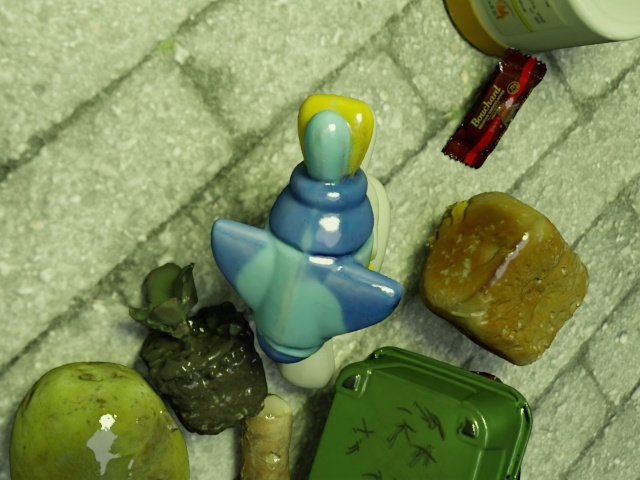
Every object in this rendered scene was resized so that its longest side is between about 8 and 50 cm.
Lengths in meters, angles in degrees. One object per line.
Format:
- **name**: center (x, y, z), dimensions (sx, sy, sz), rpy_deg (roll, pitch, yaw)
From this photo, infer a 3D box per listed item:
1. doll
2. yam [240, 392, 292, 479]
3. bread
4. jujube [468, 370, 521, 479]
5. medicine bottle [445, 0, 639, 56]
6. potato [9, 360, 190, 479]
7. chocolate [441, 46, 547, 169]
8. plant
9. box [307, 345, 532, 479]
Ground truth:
- **doll**: center (-0.009, 0.001, 0.822), dimensions (0.187, 0.365, 0.375), rpy_deg (-8, 87, 5)
- **yam**: center (-0.068, 0.374, 0.973), dimensions (0.081, 0.081, 0.356), rpy_deg (-6, 103, -27)
- **bread**: center (0.253, 0.053, 1.041), dimensions (0.195, 0.176, 0.246), rpy_deg (-52, 132, 0)
- **jujube**: center (0.218, 0.313, 1.073), dimensions (0.168, 0.168, 0.236), rpy_deg (14, 88, -29)
- **medicine bottle**: center (0.321, -0.377, 0.974), dimensions (0.238, 0.232, 0.237), rpy_deg (-4, 99, -27)
- **potato**: center (-0.245, 0.255, 0.822), dimensions (0.197, 0.149, 0.228), rpy_deg (2, 102, -32)
- **chocolate**: center (0.253, -0.187, 1.049), dimensions (0.086, 0.028, 0.182), rpy_deg (20, 118, -29)
- **plant**: center (-0.147, 0.125, 0.867), dimensions (0.131, 0.142, 0.203), rpy_deg (-30, 120, -11)
- **box**: center (0.103, 0.314, 0.937), dimensions (0.178, 0.253, 0.328), rpy_deg (25, 81, -61)
